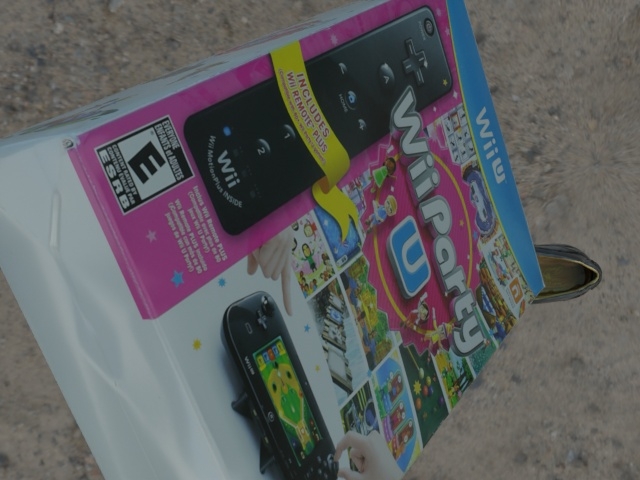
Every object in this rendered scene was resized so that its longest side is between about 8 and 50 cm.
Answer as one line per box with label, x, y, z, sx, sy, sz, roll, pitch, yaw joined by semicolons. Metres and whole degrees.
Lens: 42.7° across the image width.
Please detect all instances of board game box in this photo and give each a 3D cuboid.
board game box;0.000;0.000;0.446;0.097;0.303;0.224;-7;111;39

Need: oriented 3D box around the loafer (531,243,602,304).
loafer;0.147;0.029;0.678;0.170;0.061;0.062;-8;90;-2
